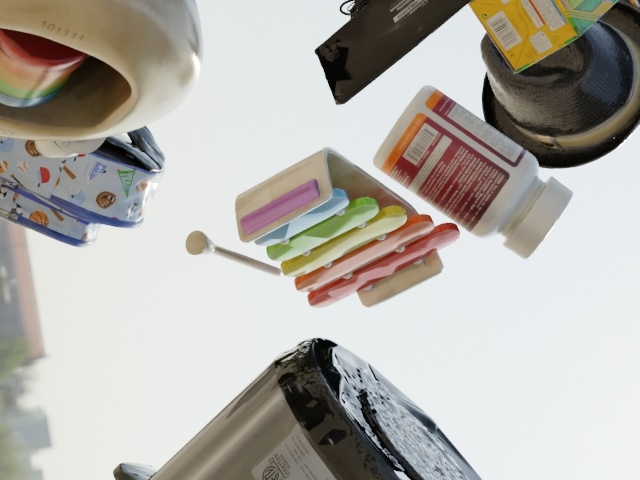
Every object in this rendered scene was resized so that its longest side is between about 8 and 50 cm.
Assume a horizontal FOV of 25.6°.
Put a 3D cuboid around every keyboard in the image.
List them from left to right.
[{"bbox_3d":[0.080,-0.193,1.165,0.192,0.038,0.100,-36,-133,22],"label":"keyboard"}]

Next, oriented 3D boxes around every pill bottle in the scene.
[{"bbox_3d":[0.183,-0.079,1.685,0.221,0.121,0.121,35,-24,2],"label":"pill bottle"}]

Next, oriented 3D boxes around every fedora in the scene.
[{"bbox_3d":[0.367,-0.277,2.220,0.334,0.152,0.334,-18,-121,33],"label":"fedora"}]

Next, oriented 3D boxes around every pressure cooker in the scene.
[{"bbox_3d":[-0.039,0.354,1.481,0.375,0.420,0.370,42,9,-22],"label":"pressure cooker"}]

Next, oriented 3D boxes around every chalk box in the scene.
[{"bbox_3d":[0.339,-0.361,2.058,0.132,0.213,0.132,-28,-80,43],"label":"chalk box"}]

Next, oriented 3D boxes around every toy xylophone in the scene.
[{"bbox_3d":[0.000,0.000,1.599,0.236,0.322,0.081,-32,-119,26],"label":"toy xylophone"}]

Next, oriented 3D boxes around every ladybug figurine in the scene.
[{"bbox_3d":[-0.268,-0.217,1.341,0.449,0.305,0.162,-20,-123,61],"label":"ladybug figurine"}]

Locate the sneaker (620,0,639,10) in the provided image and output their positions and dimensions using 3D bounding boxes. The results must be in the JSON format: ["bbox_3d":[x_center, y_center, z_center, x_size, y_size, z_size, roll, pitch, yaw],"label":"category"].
[{"bbox_3d":[0.562,-0.369,2.422,0.127,0.126,0.321,117,-48,-67],"label":"sneaker"}]

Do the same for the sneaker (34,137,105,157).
[{"bbox_3d":[-0.253,-0.192,1.648,0.090,0.235,0.095,45,-25,-16],"label":"sneaker"}]

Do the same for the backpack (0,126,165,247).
[{"bbox_3d":[-0.369,-0.106,2.090,0.276,0.263,0.213,-70,179,-75],"label":"backpack"}]
